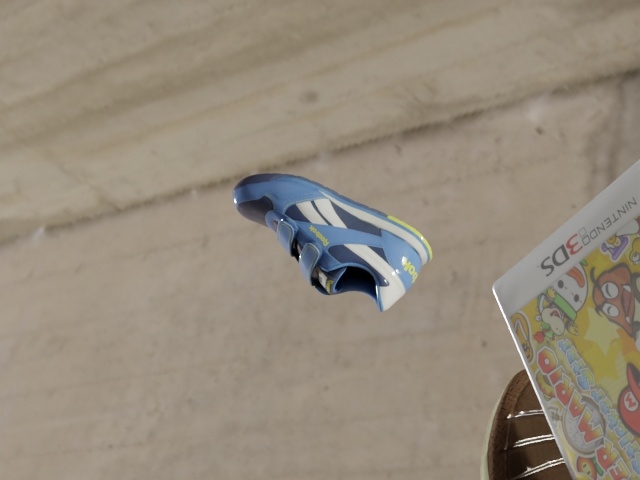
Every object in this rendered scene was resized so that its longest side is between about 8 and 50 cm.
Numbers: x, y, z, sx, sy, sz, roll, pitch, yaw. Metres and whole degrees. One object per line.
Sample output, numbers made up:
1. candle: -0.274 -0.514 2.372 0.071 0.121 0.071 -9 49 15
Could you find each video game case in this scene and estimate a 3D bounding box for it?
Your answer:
1. video game case: 0.215 0.077 0.830 0.206 0.026 0.227 -47 -125 46

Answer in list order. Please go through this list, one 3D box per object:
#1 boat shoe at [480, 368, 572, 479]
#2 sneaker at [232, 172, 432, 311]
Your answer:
1. boat shoe: 0.151 0.221 0.944 0.095 0.095 0.257 117 -17 -55
2. sneaker: 0.000 0.000 0.868 0.144 0.053 0.059 22 -111 15
